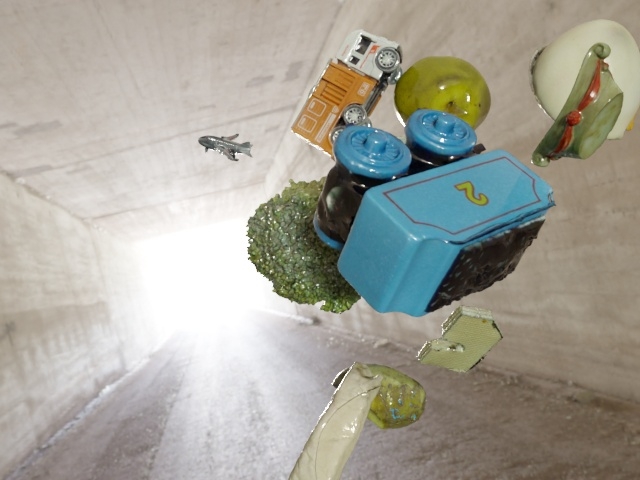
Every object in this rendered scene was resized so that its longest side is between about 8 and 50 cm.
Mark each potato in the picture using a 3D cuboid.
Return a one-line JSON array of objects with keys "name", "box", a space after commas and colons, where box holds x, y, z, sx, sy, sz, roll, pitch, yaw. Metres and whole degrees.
[{"name": "potato", "box": [0.123, 0.294, 1.157, 0.198, 0.119, 0.054, 30, -26, -12]}]

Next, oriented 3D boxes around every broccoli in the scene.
[{"name": "broccoli", "box": [-0.008, 0.000, 1.175, 0.260, 0.288, 0.235, -38, -16, -5]}]

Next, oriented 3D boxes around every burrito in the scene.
[{"name": "burrito", "box": [0.025, 0.326, 0.984, 0.082, 0.275, 0.059, 24, -23, 19]}]

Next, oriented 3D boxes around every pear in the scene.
[{"name": "pear", "box": [0.363, -0.419, 1.814, 0.295, 0.293, 0.294, -15, -1, 0]}]

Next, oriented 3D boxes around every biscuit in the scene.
[{"name": "biscuit", "box": [0.347, 0.241, 1.465, 0.148, 0.046, 0.249, 11, -40, -11]}]

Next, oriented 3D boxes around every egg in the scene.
[{"name": "egg", "box": [0.635, -0.380, 1.383, 0.265, 0.286, 0.174, 4, -23, -12]}]

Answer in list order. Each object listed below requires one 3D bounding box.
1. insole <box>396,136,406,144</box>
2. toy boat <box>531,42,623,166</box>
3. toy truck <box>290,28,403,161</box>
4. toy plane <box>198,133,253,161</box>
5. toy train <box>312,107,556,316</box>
[{"name": "insole", "box": [0.179, -0.188, 1.191, 0.153, 0.053, 0.002, 0, 7, -18]}, {"name": "toy boat", "box": [0.354, -0.169, 0.817, 0.089, 0.071, 0.184, -4, -51, -33]}, {"name": "toy truck", "box": [0.082, -0.437, 1.811, 0.387, 0.207, 0.173, -59, -10, 5]}, {"name": "toy plane", "box": [-0.144, -0.142, 0.915, 0.084, 0.031, 0.078, 5, 37, -9]}, {"name": "toy train", "box": [0.158, -0.045, 0.852, 0.301, 0.265, 0.187, -20, -37, -35]}]
